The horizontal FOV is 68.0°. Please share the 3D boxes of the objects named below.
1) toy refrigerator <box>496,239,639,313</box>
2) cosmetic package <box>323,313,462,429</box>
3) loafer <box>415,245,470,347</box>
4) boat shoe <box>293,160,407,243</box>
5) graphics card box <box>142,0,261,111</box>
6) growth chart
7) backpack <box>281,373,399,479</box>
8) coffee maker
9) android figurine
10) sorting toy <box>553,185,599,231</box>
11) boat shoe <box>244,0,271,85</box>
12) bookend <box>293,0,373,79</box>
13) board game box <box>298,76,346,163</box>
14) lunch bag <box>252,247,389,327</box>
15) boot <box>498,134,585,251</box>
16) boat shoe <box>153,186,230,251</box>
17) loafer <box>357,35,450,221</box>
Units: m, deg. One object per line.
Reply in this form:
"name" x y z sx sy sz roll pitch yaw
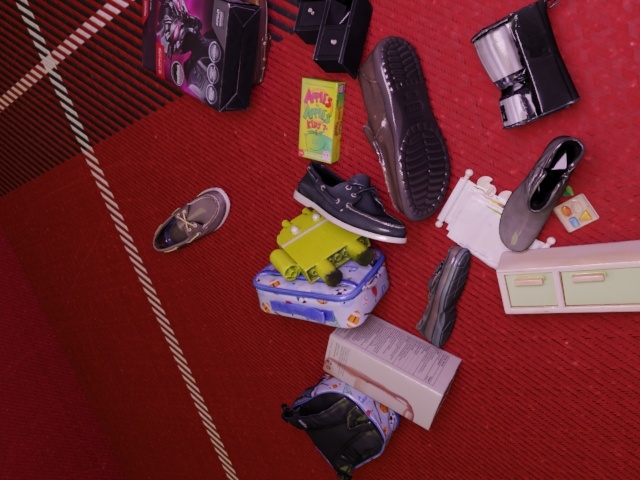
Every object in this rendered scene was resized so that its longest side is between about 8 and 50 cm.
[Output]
"toy refrigerator" 0.483 0.073 0.888 0.270 0.094 0.102 -6 112 32
"cosmetic package" 0.173 0.309 1.178 0.296 0.153 0.129 25 124 24
"loafer" 0.266 0.124 1.074 0.084 0.096 0.267 27 127 35
"boat shoe" 0.066 -0.095 1.030 0.340 0.127 0.112 35 112 51
"graphics card box" -0.299 -0.477 1.130 0.371 0.094 0.232 35 126 32
"growth chart" 0.359 -0.025 0.988 0.237 0.021 0.172 42 127 12
"backpack" 0.079 0.471 1.274 0.276 0.213 0.263 46 138 -1
"coffee maker" 0.365 -0.299 0.800 0.171 0.120 0.178 -20 99 37
"android figurine" 0.000 0.000 1.111 0.273 0.248 0.056 45 162 50
"sorting toy" 0.476 -0.062 0.899 0.062 0.012 0.083 -35 90 39
"boat shoe" -0.153 -0.463 1.104 0.073 0.073 0.206 51 137 34
"bookend" 0.009 -0.420 0.972 0.157 0.072 0.156 13 88 29
"board game box" 0.002 -0.278 1.099 0.092 0.043 0.181 19 120 26
"lunch bag" 0.005 0.101 1.135 0.304 0.243 0.114 4 117 32
"boot" 0.381 -0.075 0.847 0.084 0.161 0.246 28 117 19
"boat shoe" -0.393 -0.053 1.426 0.325 0.097 0.116 -29 93 39
"loafer" 0.165 -0.220 0.983 0.130 0.134 0.365 0 103 62
